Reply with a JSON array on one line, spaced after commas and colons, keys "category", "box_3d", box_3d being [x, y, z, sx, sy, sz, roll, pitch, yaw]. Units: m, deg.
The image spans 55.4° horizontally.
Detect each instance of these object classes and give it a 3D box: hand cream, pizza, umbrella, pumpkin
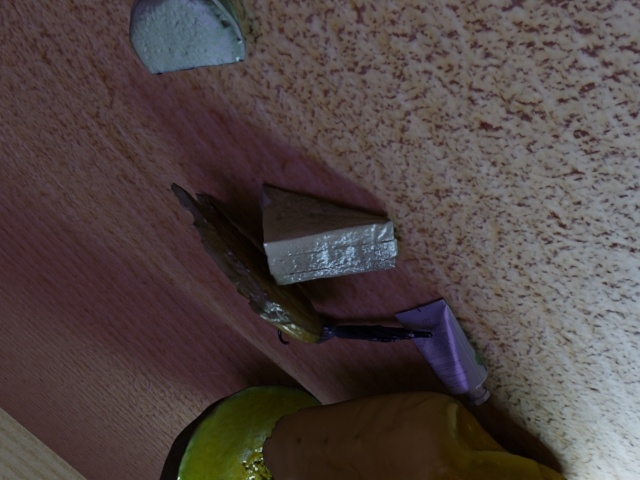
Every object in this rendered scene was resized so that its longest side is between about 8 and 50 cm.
[{"category": "hand cream", "box_3d": [0.158, 0.137, 0.743, 0.084, 0.053, 0.142, -28, 96, 48]}, {"category": "pizza", "box_3d": [-0.089, 0.032, 0.735, 0.262, 0.034, 0.181, 47, -175, -7]}, {"category": "umbrella", "box_3d": [0.031, 0.116, 0.811, 0.269, 0.044, 0.044, -11, 86, 43]}, {"category": "pumpkin", "box_3d": [-0.124, 0.417, 1.017, 0.332, 0.332, 0.199, 46, 143, -15]}]

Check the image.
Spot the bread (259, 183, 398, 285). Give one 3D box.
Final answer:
[{"category": "bread", "box_3d": [0.006, -0.015, 0.702, 0.152, 0.105, 0.077, -8, 134, 0]}]

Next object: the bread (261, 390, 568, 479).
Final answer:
[{"category": "bread", "box_3d": [0.145, 0.373, 0.800, 0.361, 0.250, 0.394, 40, 143, -26]}]

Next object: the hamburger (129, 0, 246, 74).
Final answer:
[{"category": "hamburger", "box_3d": [-0.126, -0.206, 0.571, 0.121, 0.054, 0.084, 6, 130, 27]}]
